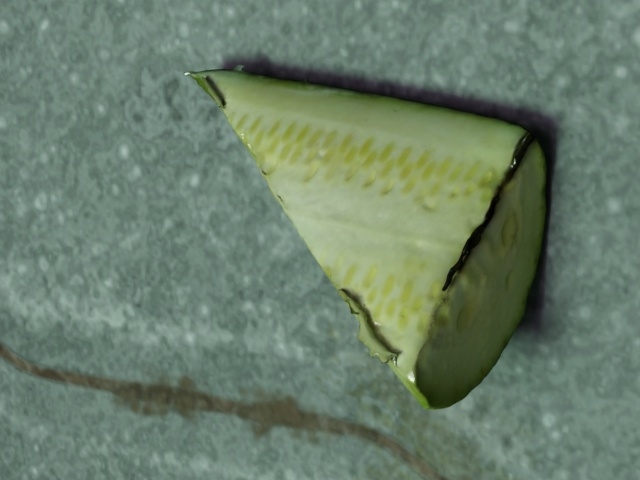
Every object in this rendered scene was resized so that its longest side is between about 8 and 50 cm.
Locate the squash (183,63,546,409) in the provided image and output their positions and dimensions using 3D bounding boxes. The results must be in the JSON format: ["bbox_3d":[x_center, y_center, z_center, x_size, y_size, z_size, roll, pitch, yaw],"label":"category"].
[{"bbox_3d":[0.000,0.000,1.130,0.252,0.093,0.169,14,67,35],"label":"squash"}]
